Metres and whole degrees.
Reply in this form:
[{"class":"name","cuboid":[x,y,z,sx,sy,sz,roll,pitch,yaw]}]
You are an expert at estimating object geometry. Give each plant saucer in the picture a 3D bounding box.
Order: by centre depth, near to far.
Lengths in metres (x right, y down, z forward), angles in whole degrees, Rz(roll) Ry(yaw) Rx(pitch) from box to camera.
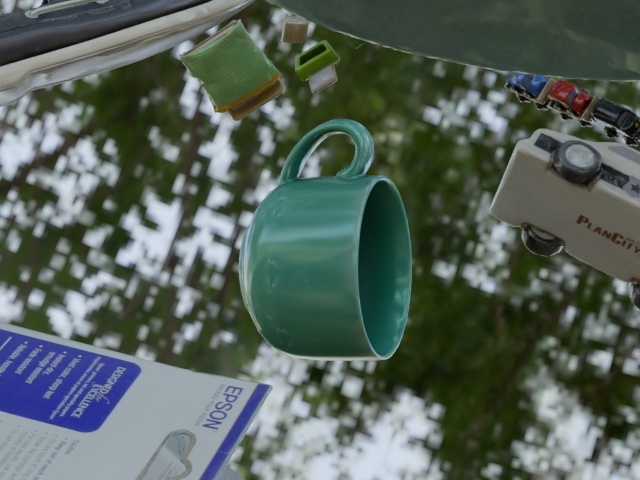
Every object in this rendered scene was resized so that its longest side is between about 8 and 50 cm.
[{"class":"plant saucer","cuboid":[0.066,-0.095,0.597,0.195,0.037,0.195,8,-8,1]}]

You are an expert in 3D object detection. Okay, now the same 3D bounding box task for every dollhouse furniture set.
[{"class":"dollhouse furniture set","cuboid":[-0.034,-0.147,1.503,0.151,0.058,0.076,-31,-55,12]}]

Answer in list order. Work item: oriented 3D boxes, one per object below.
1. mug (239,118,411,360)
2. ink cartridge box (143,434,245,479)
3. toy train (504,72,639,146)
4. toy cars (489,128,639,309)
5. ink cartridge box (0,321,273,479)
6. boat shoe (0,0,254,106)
[{"class":"mug","cuboid":[0.002,0.008,1.322,0.097,0.158,0.129,-1,-29,20]},{"class":"ink cartridge box","cuboid":[-0.056,0.224,1.448,0.224,0.045,0.223,37,-2,-4]},{"class":"toy train","cuboid":[0.206,-0.114,1.525,0.158,0.027,0.036,29,-6,47]},{"class":"toy cars","cuboid":[0.315,-0.033,1.339,0.393,0.087,0.176,-4,-53,35]},{"class":"ink cartridge box","cuboid":[-0.204,0.099,0.909,0.332,0.165,0.065,12,-58,15]},{"class":"boat shoe","cuboid":[-0.127,-0.118,0.950,0.206,0.065,0.075,-20,-2,-17]}]
